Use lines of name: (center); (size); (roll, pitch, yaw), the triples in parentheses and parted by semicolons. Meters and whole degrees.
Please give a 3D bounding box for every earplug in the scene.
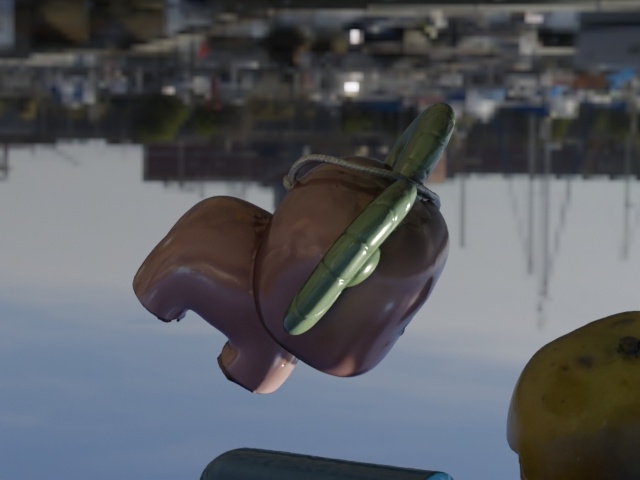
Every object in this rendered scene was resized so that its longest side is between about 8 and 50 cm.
earplug: (-0.006, 0.272, 1.687); (0.273, 0.133, 0.132); (7, -173, 33)

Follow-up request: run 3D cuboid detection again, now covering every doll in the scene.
doll: (0.000, 0.000, 1.453); (0.216, 0.268, 0.284); (38, -150, -4)

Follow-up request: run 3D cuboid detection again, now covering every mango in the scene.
mango: (0.342, 0.205, 1.644); (0.365, 0.253, 0.182); (31, -154, -29)
